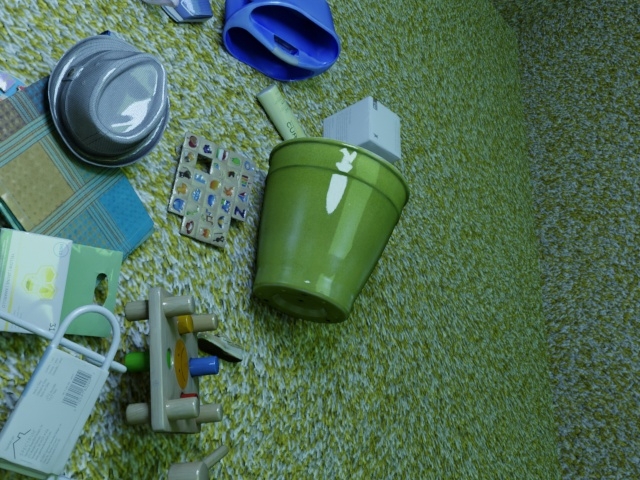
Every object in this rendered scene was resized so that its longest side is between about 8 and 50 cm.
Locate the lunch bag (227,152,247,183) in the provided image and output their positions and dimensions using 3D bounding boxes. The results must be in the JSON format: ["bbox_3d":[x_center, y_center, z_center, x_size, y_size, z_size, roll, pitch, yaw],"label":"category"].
[{"bbox_3d":[-0.212,-0.174,1.669,0.071,0.053,0.083,-4,88,-49],"label":"lunch bag"}]

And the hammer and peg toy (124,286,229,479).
[{"bbox_3d":[-0.268,0.287,1.274,0.266,0.127,0.361,72,11,-74],"label":"hammer and peg toy"}]

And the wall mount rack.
[{"bbox_3d":[-0.483,0.238,1.067,0.304,0.130,0.350,39,65,-39],"label":"wall mount rack"}]

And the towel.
[{"bbox_3d":[-0.485,-0.101,1.284,0.370,0.040,0.271,61,38,-22],"label":"towel"}]

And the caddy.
[{"bbox_3d":[-0.103,-0.550,1.813,0.341,0.241,0.179,19,54,-45],"label":"caddy"}]

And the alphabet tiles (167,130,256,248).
[{"bbox_3d":[-0.250,-0.110,1.583,0.198,0.009,0.237,22,69,-35],"label":"alphabet tiles"}]

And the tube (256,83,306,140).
[{"bbox_3d":[-0.087,-0.314,1.879,0.070,0.062,0.240,-36,114,-9],"label":"tube"}]

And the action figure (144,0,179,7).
[{"bbox_3d":[-0.497,-0.663,1.464,0.370,0.248,0.275,-16,114,-53],"label":"action figure"}]

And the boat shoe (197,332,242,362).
[{"bbox_3d":[-0.221,0.227,1.493,0.135,0.050,0.045,42,42,-46],"label":"boat shoe"}]

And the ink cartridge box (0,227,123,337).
[{"bbox_3d":[-0.460,0.082,1.198,0.235,0.056,0.171,13,81,-38],"label":"ink cartridge box"}]

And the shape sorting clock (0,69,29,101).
[{"bbox_3d":[-0.588,-0.218,1.237,0.206,0.040,0.206,24,57,-43],"label":"shape sorting clock"}]

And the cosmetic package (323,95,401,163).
[{"bbox_3d":[0.122,-0.302,2.023,0.151,0.184,0.151,25,57,-43],"label":"cosmetic package"}]

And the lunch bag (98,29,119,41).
[{"bbox_3d":[-0.431,-0.376,1.456,0.129,0.096,0.151,45,15,-30],"label":"lunch bag"}]

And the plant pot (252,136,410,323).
[{"bbox_3d":[0.000,0.000,1.648,0.366,0.366,0.353,35,61,-37],"label":"plant pot"}]

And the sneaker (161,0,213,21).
[{"bbox_3d":[-0.332,-0.700,1.640,0.127,0.182,0.315,-29,98,-50],"label":"sneaker"}]

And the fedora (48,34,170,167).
[{"bbox_3d":[-0.377,-0.275,1.301,0.243,0.124,0.275,51,56,-28],"label":"fedora"}]
